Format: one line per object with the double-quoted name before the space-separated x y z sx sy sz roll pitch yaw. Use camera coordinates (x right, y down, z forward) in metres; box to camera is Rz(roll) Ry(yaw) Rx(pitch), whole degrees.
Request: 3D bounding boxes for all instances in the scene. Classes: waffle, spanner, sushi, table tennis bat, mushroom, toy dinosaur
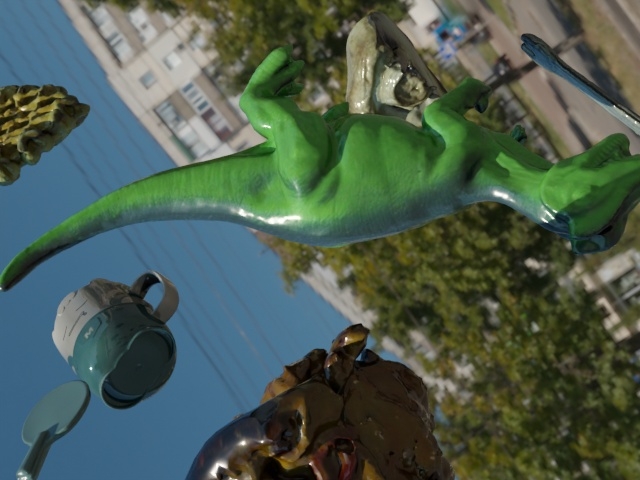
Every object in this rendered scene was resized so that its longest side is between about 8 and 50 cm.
"waffle" -0.424 -0.139 1.296 0.204 0.223 0.054 14 141 40
"spanner" 0.325 -0.133 1.023 0.302 0.017 0.071 44 -177 25
"sushi" 0.004 0.183 0.721 0.213 0.204 0.200 38 -129 -14
"table tennis bat" -0.505 0.353 1.780 0.038 0.149 0.237 59 -155 -29
"mushroom" 0.127 -0.298 1.827 0.267 0.164 0.190 30 -153 -43
"toy dinosaur" 0.000 0.000 0.848 0.374 0.500 0.144 41 161 40

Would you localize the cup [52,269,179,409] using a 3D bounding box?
"cup" -0.421 0.200 2.082 0.219 0.290 0.257 40 175 -37
